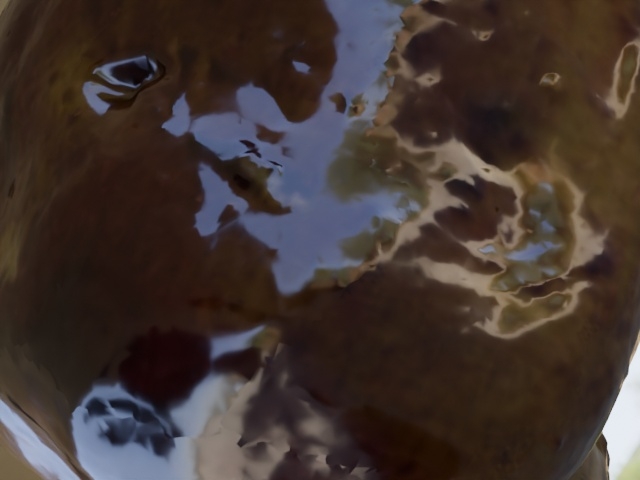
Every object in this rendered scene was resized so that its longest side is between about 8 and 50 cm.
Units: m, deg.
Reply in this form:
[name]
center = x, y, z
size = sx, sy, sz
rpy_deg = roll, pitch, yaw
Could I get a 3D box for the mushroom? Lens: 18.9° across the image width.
[mushroom]
center = 0.000, 0.000, 0.752
size = 0.260, 0.345, 0.345
rpy_deg = 34, -91, -39
